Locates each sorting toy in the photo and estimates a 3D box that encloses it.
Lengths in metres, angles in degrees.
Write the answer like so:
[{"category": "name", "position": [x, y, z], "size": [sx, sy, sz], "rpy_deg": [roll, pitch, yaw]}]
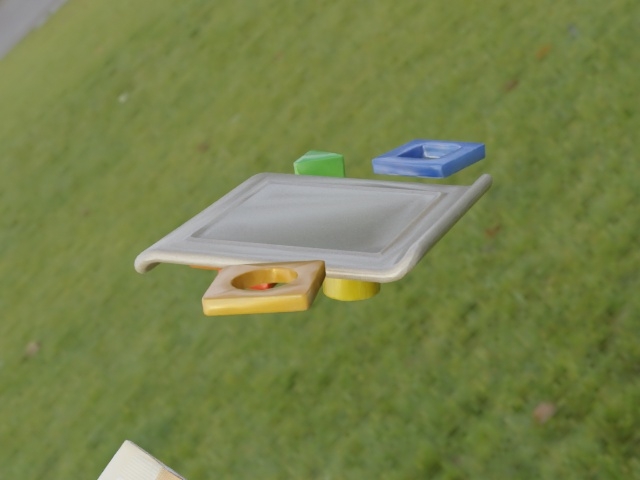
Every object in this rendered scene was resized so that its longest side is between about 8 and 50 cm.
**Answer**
[{"category": "sorting toy", "position": [0.000, 0.000, 1.062], "size": [0.196, 0.047, 0.348], "rpy_deg": [0, 18, 23]}]

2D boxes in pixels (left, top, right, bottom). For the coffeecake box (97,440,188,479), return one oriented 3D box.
[{"category": "coffeecake box", "position": [-0.130, 0.227, 1.107], "size": [0.142, 0.068, 0.185], "rpy_deg": [-55, -14, -10]}]
